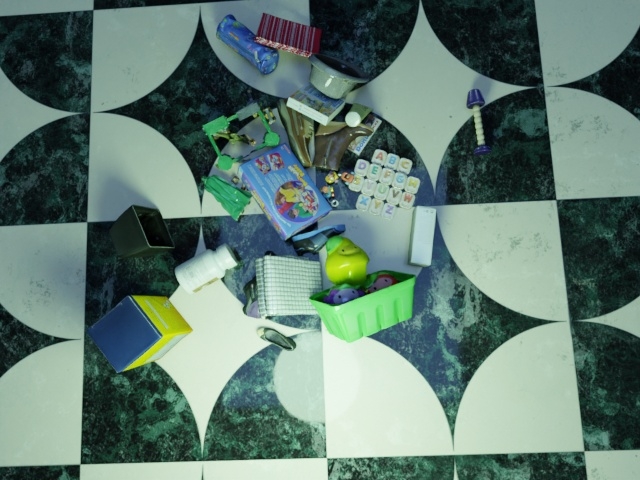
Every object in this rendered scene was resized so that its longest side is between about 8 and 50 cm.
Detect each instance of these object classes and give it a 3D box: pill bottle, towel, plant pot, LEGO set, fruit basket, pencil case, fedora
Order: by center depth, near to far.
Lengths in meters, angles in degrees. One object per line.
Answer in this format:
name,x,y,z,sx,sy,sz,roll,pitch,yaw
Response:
fruit basket,0.142,0.155,1.735,0.392,0.283,0.391,-1,92,-25
towel,-0.122,0.180,1.784,0.121,0.284,0.234,-20,71,43
pill bottle,-0.463,0.111,1.861,0.229,0.131,0.131,-30,82,-2
plant pot,-0.750,-0.021,1.875,0.167,0.187,0.188,-26,82,11
fedora,0.059,-0.680,1.914,0.243,0.276,0.124,47,127,29
LEGO set,-0.344,-0.458,1.938,0.331,0.192,0.255,-34,112,1
towel,-0.133,-0.890,1.969,0.275,0.031,0.198,13,58,-8
pencil case,-0.318,-0.851,1.984,0.306,0.133,0.119,41,122,8

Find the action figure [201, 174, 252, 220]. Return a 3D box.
action figure,-0.410,-0.206,1.935,0.232,0.063,0.137,36,87,3

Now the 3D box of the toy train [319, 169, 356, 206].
toy train,0.068,-0.234,1.916,0.125,0.046,0.166,31,88,15

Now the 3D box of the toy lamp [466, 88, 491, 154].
toy lamp,0.664,-0.501,1.921,0.080,0.080,0.274,-4,84,2

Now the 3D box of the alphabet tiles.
alphabet tiles,0.270,-0.239,1.931,0.284,0.021,0.277,20,84,6

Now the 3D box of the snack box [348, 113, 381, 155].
snack box,0.189,-0.456,1.961,0.064,0.022,0.178,33,85,8

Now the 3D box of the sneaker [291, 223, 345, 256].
sneaker,0.000,0.000,1.886,0.232,0.081,0.090,-17,85,7

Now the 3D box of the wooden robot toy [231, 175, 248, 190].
wooden robot toy,-0.303,-0.252,1.929,0.174,0.079,0.076,11,83,4

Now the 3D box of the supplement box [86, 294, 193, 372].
supplement box,-0.668,0.341,1.726,0.194,0.356,0.195,-40,82,-3

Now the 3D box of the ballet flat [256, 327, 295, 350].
ballet flat,-0.180,0.399,1.852,0.173,0.049,0.057,22,83,5

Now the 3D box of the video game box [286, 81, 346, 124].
video game box,-0.014,-0.582,1.918,0.187,0.048,0.205,27,44,7

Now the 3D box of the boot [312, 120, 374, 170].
boot,0.092,-0.396,1.925,0.249,0.090,0.206,9,91,15

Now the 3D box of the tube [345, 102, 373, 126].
tube,0.156,-0.533,1.889,0.062,0.240,0.070,-26,107,27

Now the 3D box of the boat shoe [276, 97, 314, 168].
boat shoe,-0.088,-0.469,1.929,0.120,0.122,0.323,-19,82,-5

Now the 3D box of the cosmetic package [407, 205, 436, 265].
cosmetic package,0.409,-0.013,1.848,0.086,0.117,0.230,8,82,4

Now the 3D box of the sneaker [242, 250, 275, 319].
sneaker,-0.258,0.176,1.861,0.124,0.107,0.283,7,83,9

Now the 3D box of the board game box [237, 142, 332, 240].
board game box,-0.149,-0.203,1.873,0.233,0.078,0.347,-32,83,-23
